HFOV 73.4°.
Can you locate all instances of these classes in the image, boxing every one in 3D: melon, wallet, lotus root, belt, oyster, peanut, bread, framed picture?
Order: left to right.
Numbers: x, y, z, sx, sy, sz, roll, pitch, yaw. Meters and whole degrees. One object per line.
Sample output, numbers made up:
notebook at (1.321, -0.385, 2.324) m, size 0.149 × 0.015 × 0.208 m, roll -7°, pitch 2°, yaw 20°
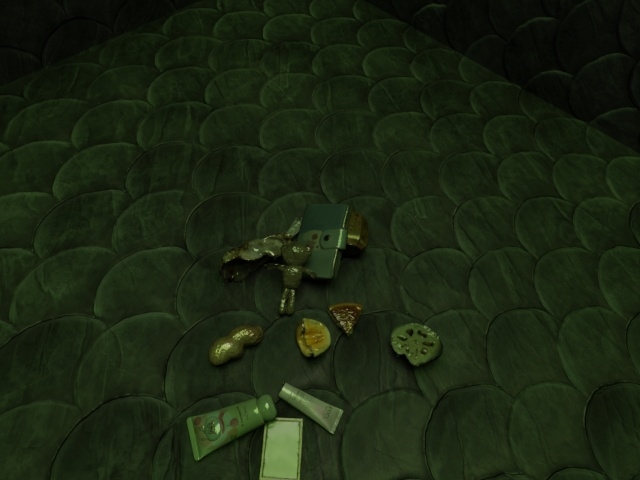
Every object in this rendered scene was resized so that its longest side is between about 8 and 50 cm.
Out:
peanut at (-0.324, 0.393, 1.640) m, size 0.228 × 0.085 × 0.104 m, roll -33°, pitch 76°, yaw -25°
oyster at (-0.265, 0.059, 1.777) m, size 0.337 × 0.197 × 0.133 m, roll -23°, pitch 79°, yaw -14°
framed picture at (-0.134, 0.724, 1.493) m, size 0.136 × 0.010 × 0.200 m, roll 4°, pitch 57°, yaw -3°
belt at (-0.132, -0.029, 1.948) m, size 0.071 × 0.053 × 0.232 m, roll 38°, pitch 62°, yaw 18°
melon at (-0.027, 0.389, 1.685) m, size 0.128 × 0.079 × 0.160 m, roll -2°, pitch 55°, yaw -29°
wallet at (0.000, 0.000, 1.842) m, size 0.253 × 0.083 × 0.359 m, roll 0°, pitch 67°, yaw 33°
bread at (0.088, 0.306, 1.757) m, size 0.136 × 0.054 × 0.154 m, roll 24°, pitch 53°, yaw 8°
lotus root at (0.373, 0.424, 1.702) m, size 0.204 × 0.077 × 0.183 m, roll -10°, pitch 48°, yaw -17°

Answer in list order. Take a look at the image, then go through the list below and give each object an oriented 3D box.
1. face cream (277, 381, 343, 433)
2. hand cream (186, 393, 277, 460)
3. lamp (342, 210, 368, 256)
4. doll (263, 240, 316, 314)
face cream at (-0.042, 0.600, 1.559) m, size 0.244 × 0.058 × 0.092 m, roll 28°, pitch 54°, yaw 5°
hand cream at (-0.304, 0.632, 1.497) m, size 0.306 × 0.093 × 0.147 m, roll -21°, pitch 59°, yaw -8°
lamp at (0.136, -0.030, 1.920) m, size 0.162 × 0.161 × 0.184 m, roll 10°, pitch 59°, yaw 0°
doll at (-0.107, 0.150, 1.739) m, size 0.203 × 0.091 × 0.285 m, roll -16°, pitch 94°, yaw 4°
